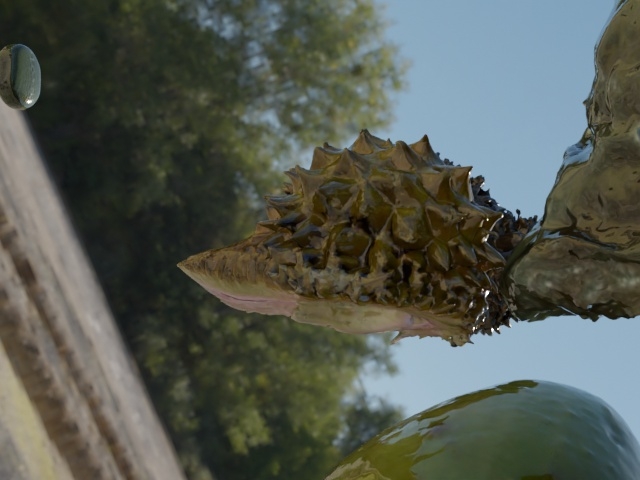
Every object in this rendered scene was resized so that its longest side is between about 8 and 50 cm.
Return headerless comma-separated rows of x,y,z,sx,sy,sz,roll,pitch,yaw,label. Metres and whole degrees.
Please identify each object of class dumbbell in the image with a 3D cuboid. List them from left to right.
-0.281,-0.127,0.994,0.046,0.118,0.052,20,70,-72,dumbbell

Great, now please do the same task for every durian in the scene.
-0.004,0.007,0.765,0.078,0.224,0.140,-8,89,-65,durian
0.122,0.002,1.145,0.196,0.196,0.167,130,-29,-81,durian

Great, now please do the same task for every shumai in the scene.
0.226,-0.106,0.670,0.309,0.304,0.263,-12,92,-62,shumai

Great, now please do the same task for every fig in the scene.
0.115,0.221,0.863,0.258,0.326,0.258,24,-42,23,fig
